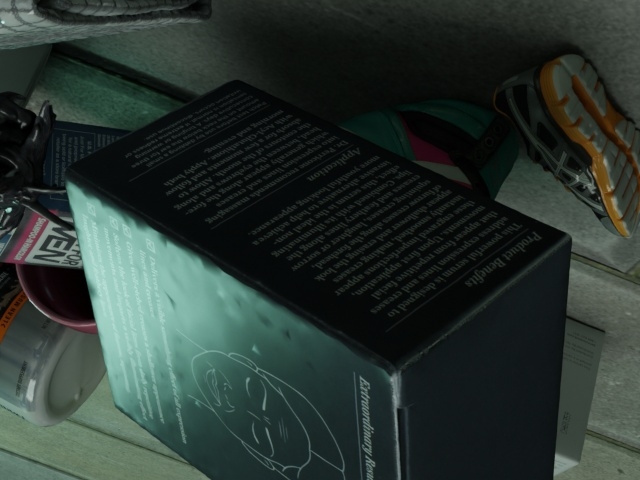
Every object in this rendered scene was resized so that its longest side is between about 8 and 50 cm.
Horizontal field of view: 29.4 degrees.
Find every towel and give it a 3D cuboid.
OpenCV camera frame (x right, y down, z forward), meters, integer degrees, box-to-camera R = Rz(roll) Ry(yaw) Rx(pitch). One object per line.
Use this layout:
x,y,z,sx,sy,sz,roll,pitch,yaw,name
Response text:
-0.241,-0.222,0.988,0.235,0.121,0.284,-2,-170,24,towel

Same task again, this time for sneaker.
0.235,-0.083,1.112,0.083,0.084,0.215,-4,135,41,sneaker
0.143,-0.026,1.149,0.295,0.178,0.123,46,146,15,sneaker

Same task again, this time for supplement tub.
-0.473,0.104,1.725,0.338,0.207,0.207,24,155,16,supplement tub

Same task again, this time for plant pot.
-0.247,0.028,1.517,0.201,0.201,0.180,9,167,19,plant pot

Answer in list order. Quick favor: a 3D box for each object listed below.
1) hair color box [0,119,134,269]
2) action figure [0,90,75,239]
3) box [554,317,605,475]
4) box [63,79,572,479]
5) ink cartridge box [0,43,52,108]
-0.194,-0.036,1.313,0.347,0.105,0.174,6,159,-23,hair color box
-0.344,-0.092,1.098,0.276,0.141,0.164,36,126,16,action figure
0.225,0.173,1.472,0.181,0.181,0.119,23,151,-8,box
-0.006,0.080,1.072,0.395,0.212,0.293,30,138,36,box
-0.443,-0.171,1.330,0.201,0.117,0.278,30,150,-22,ink cartridge box
